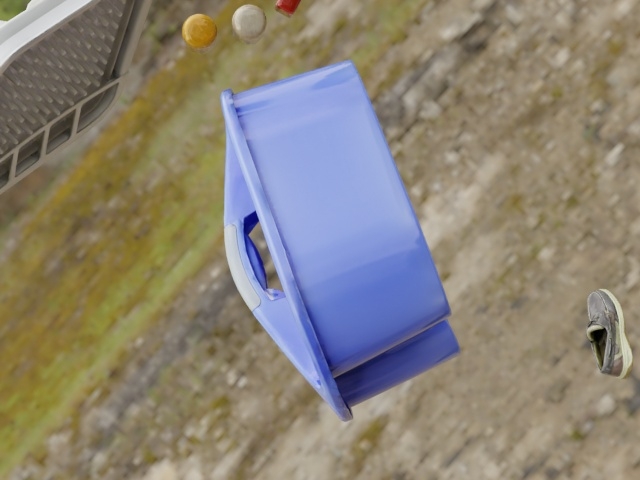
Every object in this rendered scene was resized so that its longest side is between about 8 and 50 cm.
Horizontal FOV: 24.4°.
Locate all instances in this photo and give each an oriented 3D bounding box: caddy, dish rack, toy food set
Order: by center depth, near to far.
[{"bbox_3d":[0.000,0.000,1.395,0.179,0.341,0.241,-20,-25,1],"label":"caddy"},{"bbox_3d":[-0.068,-0.309,1.708,0.232,0.111,0.104,-64,5,-1],"label":"toy food set"},{"bbox_3d":[-0.334,-0.201,1.788,0.285,0.072,0.333,-41,-9,-34],"label":"dish rack"}]

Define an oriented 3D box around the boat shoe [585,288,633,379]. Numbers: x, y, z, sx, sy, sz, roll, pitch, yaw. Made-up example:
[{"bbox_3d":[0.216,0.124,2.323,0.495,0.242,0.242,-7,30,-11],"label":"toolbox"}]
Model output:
[{"bbox_3d":[0.406,0.129,2.118,0.152,0.049,0.056,-102,30,-43],"label":"boat shoe"}]
